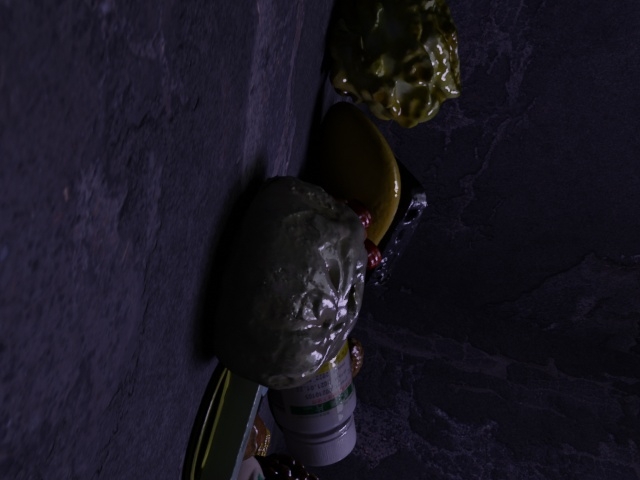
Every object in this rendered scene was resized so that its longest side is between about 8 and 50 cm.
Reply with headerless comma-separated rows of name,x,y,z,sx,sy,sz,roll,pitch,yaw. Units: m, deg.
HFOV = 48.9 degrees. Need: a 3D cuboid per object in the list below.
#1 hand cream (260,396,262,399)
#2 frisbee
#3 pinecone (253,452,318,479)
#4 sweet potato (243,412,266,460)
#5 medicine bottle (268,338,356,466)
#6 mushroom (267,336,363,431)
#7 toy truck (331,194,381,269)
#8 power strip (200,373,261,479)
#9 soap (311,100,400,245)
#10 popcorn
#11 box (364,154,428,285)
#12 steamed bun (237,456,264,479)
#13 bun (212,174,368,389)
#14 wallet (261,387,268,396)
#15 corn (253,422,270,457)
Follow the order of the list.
hand cream,-0.129,0.326,1.920,0.084,0.050,0.257,-53,166,-77
frisbee,-0.194,0.323,1.245,0.236,0.017,0.236,15,90,-86
pinecone,-0.119,0.620,1.654,0.257,0.243,0.244,10,96,-46
sweet potato,-0.159,0.404,1.477,0.252,0.097,0.097,58,47,-82
medicine bottle,-0.020,0.353,1.689,0.208,0.208,0.340,-67,150,-62
mushroom,-0.046,0.401,2.001,0.345,0.239,0.345,-60,-179,2
toy truck,0.000,0.000,1.684,0.189,0.239,0.265,-36,133,-20
power strip,-0.169,0.385,1.247,0.091,0.062,0.386,66,40,-83
soap,0.080,-0.146,1.727,0.306,0.115,0.427,61,-22,23
popcorn,0.166,-0.396,1.543,0.312,0.312,0.313,15,90,-86
box,0.114,-0.095,1.884,0.350,0.090,0.359,54,-44,34
steamed bun,-0.182,0.559,1.472,0.177,0.130,0.228,94,14,-59
bun,-0.036,0.072,1.125,0.360,0.210,0.360,16,90,-85
wallet,-0.112,0.190,1.467,0.176,0.074,0.251,86,20,-67
corn,-0.191,0.585,1.815,0.080,0.080,0.238,96,13,-65
